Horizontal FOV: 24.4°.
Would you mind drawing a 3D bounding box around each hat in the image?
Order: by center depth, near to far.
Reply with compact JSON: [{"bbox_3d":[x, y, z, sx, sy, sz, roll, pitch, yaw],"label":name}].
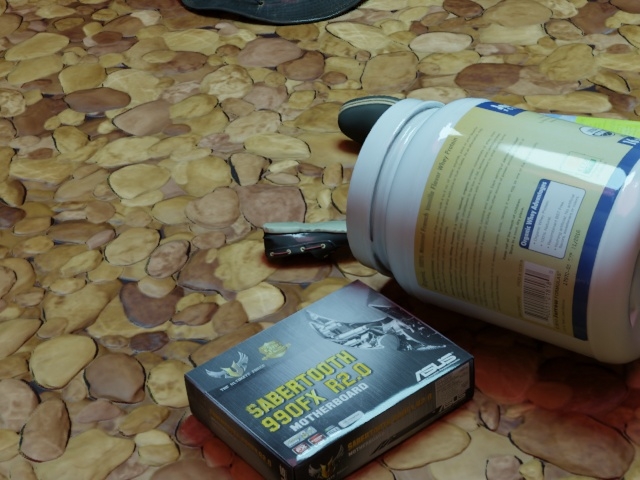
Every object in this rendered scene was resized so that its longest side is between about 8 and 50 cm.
[{"bbox_3d":[-0.065,-0.458,2.265,0.331,0.134,0.331,-4,35,2],"label":"hat"}]

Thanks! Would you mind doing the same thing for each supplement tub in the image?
[{"bbox_3d":[0.208,-0.020,1.532,0.316,0.228,0.228,18,42,29],"label":"supplement tub"}]

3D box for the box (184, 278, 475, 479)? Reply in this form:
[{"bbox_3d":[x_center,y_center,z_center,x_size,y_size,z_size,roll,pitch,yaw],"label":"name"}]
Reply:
[{"bbox_3d":[0.010,0.144,1.476,0.231,0.056,0.183,-27,41,-28],"label":"box"}]

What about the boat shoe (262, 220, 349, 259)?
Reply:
[{"bbox_3d":[0.000,0.000,1.696,0.133,0.042,0.049,-2,10,3],"label":"boat shoe"}]

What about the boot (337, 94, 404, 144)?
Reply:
[{"bbox_3d":[0.084,-0.103,1.804,0.198,0.076,0.137,15,45,28],"label":"boot"}]

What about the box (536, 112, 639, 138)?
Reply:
[{"bbox_3d":[0.301,-0.112,1.808,0.178,0.042,0.109,6,36,17],"label":"box"}]
